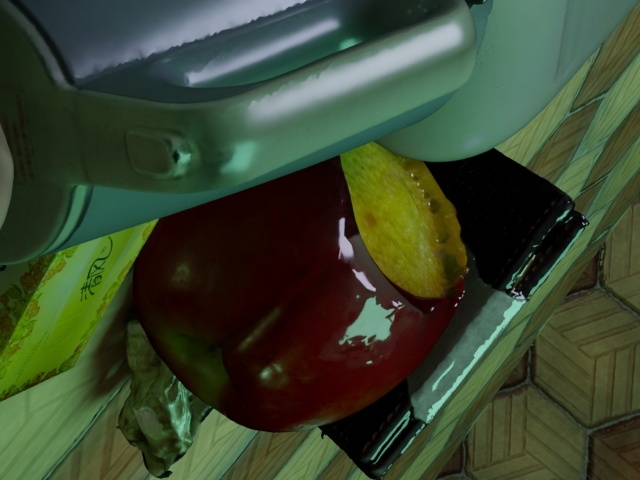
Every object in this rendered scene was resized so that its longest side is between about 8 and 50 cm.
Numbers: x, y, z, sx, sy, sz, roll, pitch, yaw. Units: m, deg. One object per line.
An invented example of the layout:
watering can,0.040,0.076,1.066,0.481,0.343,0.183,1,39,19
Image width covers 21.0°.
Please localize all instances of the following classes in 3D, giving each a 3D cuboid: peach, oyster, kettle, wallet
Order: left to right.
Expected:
oyster,-0.094,0.061,1.169,0.191,0.081,0.163,-64,-167,-10
kettle,-0.038,-0.077,0.692,0.243,0.210,0.160,-32,128,-46
peach,0.000,0.000,1.033,0.226,0.190,0.196,-46,158,-25
wallet,0.038,0.017,1.172,0.221,0.262,0.071,-49,125,-1

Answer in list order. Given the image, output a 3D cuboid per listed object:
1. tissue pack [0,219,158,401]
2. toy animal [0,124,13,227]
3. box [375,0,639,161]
tissue pack,-0.131,-0.005,0.857,0.176,0.062,0.095,-58,165,24
toy animal,-0.177,0.009,0.545,0.171,0.171,0.198,-41,165,-37
box,0.132,-0.221,0.948,0.349,0.141,0.289,-47,159,-23
